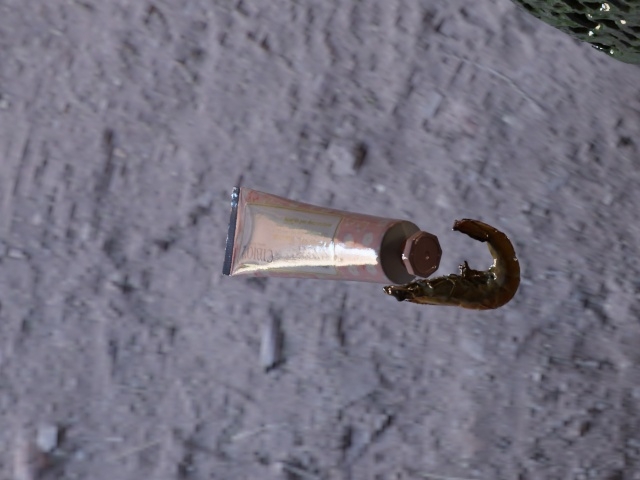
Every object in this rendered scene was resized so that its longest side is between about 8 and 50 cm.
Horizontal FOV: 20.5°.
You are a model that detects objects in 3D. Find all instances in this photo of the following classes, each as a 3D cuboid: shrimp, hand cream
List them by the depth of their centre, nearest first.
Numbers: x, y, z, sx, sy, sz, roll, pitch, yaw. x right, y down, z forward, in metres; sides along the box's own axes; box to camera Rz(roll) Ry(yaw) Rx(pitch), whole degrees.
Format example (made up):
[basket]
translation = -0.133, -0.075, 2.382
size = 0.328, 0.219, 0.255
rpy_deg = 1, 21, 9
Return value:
[hand cream]
translation = 0.000, 0.000, 1.234
size = 0.210, 0.043, 0.067
rpy_deg = 6, 90, 48
[shrimp]
translation = 0.112, 0.024, 1.556
size = 0.127, 0.025, 0.091
rpy_deg = -8, 115, 16

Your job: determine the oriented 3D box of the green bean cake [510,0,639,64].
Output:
[green bean cake]
translation = 0.204, -0.167, 1.057
size = 0.181, 0.173, 0.094
rpy_deg = 9, 80, 41
